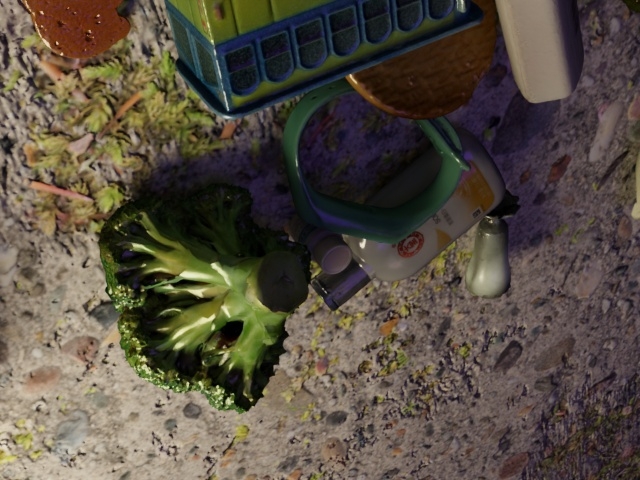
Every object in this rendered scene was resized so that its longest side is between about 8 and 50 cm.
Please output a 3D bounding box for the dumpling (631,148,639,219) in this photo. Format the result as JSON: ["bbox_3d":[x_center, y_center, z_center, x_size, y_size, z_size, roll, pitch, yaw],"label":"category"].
[{"bbox_3d":[0.565,-0.133,1.504,0.179,0.131,0.252,-34,151,-42],"label":"dumpling"}]

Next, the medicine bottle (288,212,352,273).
[{"bbox_3d":[0.000,0.000,1.246,0.052,0.089,0.052,-18,132,-21],"label":"medicine bottle"}]

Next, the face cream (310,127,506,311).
[{"bbox_3d":[0.110,-0.018,1.318,0.291,0.071,0.144,-38,129,-2],"label":"face cream"}]

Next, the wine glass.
[{"bbox_3d":[0.249,0.006,1.432,0.072,0.072,0.155,-19,131,-21],"label":"wine glass"}]

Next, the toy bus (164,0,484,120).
[{"bbox_3d":[0.000,-0.268,0.990,0.312,0.152,0.190,-24,131,-16],"label":"toy bus"}]

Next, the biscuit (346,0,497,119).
[{"bbox_3d":[0.121,-0.214,1.145,0.224,0.033,0.145,-27,100,-24],"label":"biscuit"}]

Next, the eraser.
[{"bbox_3d":[0.230,-0.310,1.101,0.094,0.174,0.270,-10,137,17],"label":"eraser"}]

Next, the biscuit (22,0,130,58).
[{"bbox_3d":[-0.235,-0.237,0.952,0.102,0.019,0.131,-22,133,-17],"label":"biscuit"}]

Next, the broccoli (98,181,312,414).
[{"bbox_3d":[-0.114,0.050,1.104,0.269,0.269,0.254,33,65,-45],"label":"broccoli"}]

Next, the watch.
[{"bbox_3d":[0.066,-0.096,1.198,0.237,0.068,0.195,14,103,-24],"label":"watch"}]

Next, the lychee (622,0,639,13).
[{"bbox_3d":[0.418,-0.358,1.206,0.171,0.171,0.171,-18,132,-21],"label":"lychee"}]
